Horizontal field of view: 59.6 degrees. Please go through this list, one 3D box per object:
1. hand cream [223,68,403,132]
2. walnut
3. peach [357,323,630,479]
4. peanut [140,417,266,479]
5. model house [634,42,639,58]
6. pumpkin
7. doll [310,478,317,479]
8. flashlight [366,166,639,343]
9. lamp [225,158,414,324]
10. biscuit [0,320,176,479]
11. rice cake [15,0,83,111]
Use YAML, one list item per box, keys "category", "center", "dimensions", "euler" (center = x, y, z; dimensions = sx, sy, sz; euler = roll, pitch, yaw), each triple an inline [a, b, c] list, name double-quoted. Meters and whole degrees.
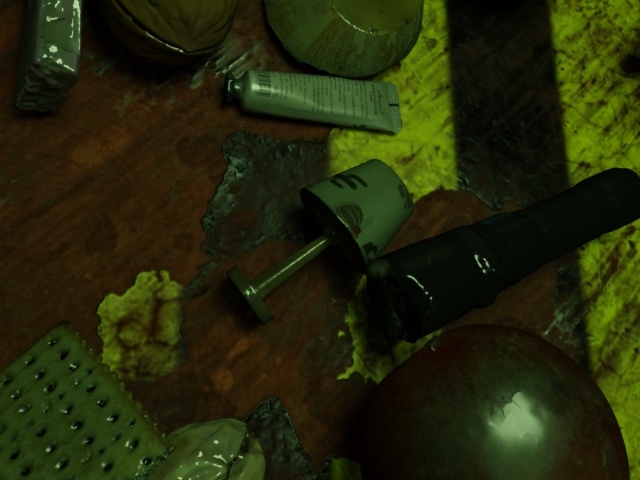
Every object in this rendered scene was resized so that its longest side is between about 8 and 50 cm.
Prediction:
- category: "hand cream"
  center: [-0.005, -0.183, 0.713]
  dimensions: [0.233, 0.050, 0.080]
  euler: [2, 69, -18]
- category: "walnut"
  center: [-0.176, -0.294, 0.635]
  dimensions: [0.167, 0.167, 0.207]
  euler: [-14, 67, -16]
- category: "peach"
  center: [0.164, 0.204, 0.552]
  dimensions: [0.252, 0.252, 0.253]
  euler: [3, 75, -13]
- category: "peanut"
  center: [-0.165, 0.284, 0.508]
  dimensions: [0.130, 0.130, 0.290]
  euler: [44, 68, 0]
- category: "model house"
  center: [0.598, -0.314, 0.842]
  dimensions: [0.290, 0.184, 0.253]
  euler: [-13, 85, -2]
- category: "pumpkin"
  center: [0.044, -0.324, 0.719]
  dimensions: [0.217, 0.110, 0.218]
  euler: [6, 69, -16]
- category: "doll"
  center: [0.026, 0.340, 0.573]
  dimensions: [0.169, 0.057, 0.109]
  euler: [38, 73, -1]
- category: "flashlight"
  center: [0.243, 0.001, 0.670]
  dimensions: [0.423, 0.103, 0.103]
  euler: [-20, 81, -28]
- category: "lamp"
  center: [0.000, 0.000, 0.627]
  dimensions: [0.214, 0.121, 0.121]
  euler: [-35, 86, -10]
- category: "biscuit"
  center: [-0.248, 0.176, 0.525]
  dimensions: [0.144, 0.016, 0.203]
  euler: [-41, 59, -19]
- category: "rice cake"
  center: [-0.288, -0.296, 0.609]
  dimensions: [0.050, 0.106, 0.298]
  euler: [7, 77, -36]
